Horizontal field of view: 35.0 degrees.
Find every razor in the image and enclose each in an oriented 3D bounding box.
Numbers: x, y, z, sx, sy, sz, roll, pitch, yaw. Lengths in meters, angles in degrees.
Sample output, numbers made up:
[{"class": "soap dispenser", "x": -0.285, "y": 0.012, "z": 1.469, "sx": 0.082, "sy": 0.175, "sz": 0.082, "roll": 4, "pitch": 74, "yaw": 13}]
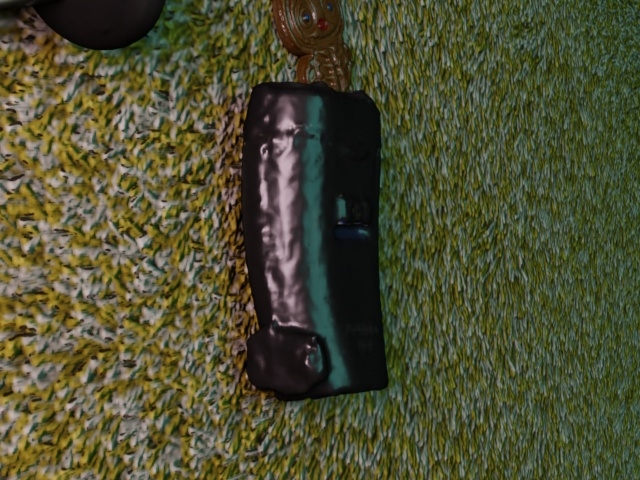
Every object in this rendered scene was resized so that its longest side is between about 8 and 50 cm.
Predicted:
[{"class": "razor", "x": -0.003, "y": 0.002, "z": 1.051, "sx": 0.189, "sy": 0.107, "sz": 0.327, "roll": 5, "pitch": 81, "yaw": -55}]

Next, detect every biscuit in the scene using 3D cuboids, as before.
[{"class": "biscuit", "x": -0.001, "y": -0.234, "z": 1.170, "sx": 0.124, "sy": 0.026, "sz": 0.175, "roll": -41, "pitch": 117, "yaw": -50}]

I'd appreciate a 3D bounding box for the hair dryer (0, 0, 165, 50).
[{"class": "hair dryer", "x": -0.273, "y": -0.265, "z": 0.684, "sx": 0.320, "sy": 0.155, "sz": 0.284, "roll": -16, "pitch": 107, "yaw": -47}]
